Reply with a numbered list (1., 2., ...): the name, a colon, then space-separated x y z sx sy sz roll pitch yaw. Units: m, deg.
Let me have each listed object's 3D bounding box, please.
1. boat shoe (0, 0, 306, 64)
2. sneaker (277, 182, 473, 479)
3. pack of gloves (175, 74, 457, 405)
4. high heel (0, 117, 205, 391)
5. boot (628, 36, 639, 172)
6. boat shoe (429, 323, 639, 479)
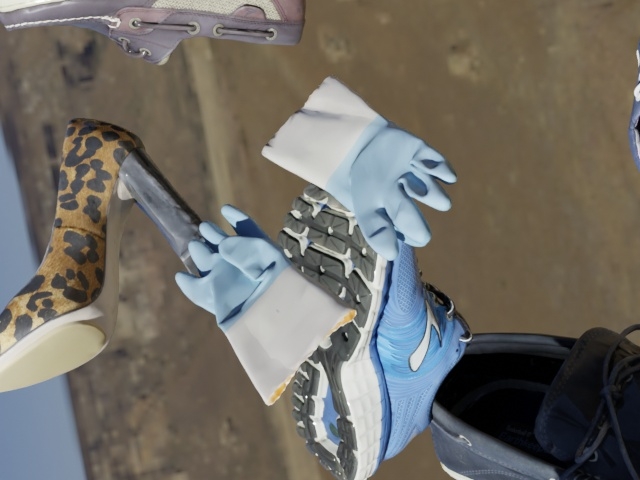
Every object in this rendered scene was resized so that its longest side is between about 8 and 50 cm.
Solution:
1. boat shoe: -0.148 -0.204 1.445 0.103 0.285 0.092 -132 36 -70
2. sneaker: 0.053 0.059 1.426 0.130 0.147 0.330 37 140 38
3. pack of gloves: 0.000 0.000 1.115 0.046 0.195 0.232 40 -178 -32
4. high heel: -0.239 0.012 1.364 0.186 0.261 0.093 47 162 25
5. boot: 0.269 -0.136 1.205 0.086 0.069 0.190 -53 -38 -38
6. boat shoe: 0.282 0.179 1.527 0.500 0.187 0.156 5 137 49
